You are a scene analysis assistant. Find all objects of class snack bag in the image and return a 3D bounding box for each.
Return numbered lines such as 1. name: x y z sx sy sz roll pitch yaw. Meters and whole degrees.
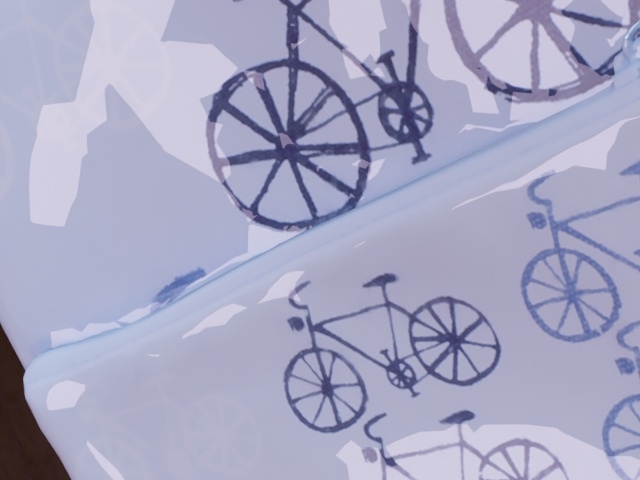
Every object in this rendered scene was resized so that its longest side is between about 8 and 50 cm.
1. snack bag: 0.000 0.000 0.533 0.323 0.037 0.343 -25 92 37

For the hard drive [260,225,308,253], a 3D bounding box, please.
1. hard drive: -0.004 -0.131 0.542 0.203 0.040 0.308 -9 101 32
